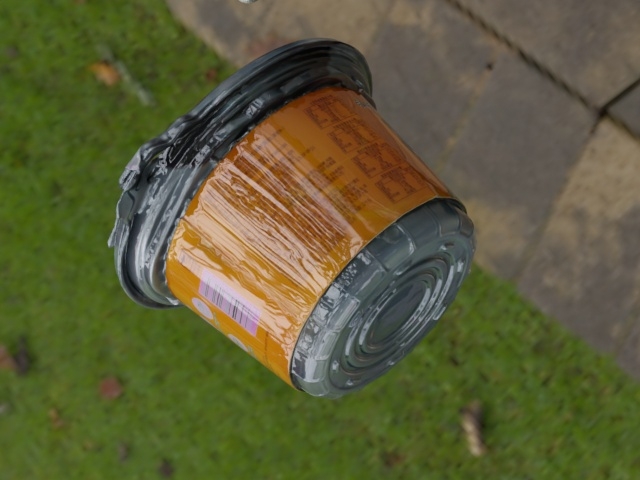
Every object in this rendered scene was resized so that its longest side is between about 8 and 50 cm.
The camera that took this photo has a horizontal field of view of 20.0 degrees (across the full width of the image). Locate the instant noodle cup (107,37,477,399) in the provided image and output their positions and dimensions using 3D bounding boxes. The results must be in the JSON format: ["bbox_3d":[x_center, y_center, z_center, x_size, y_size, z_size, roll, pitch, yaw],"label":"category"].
[{"bbox_3d":[0.000,0.000,0.946,0.125,0.208,0.177,41,124,24],"label":"instant noodle cup"}]

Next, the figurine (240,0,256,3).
[{"bbox_3d":[-0.004,-0.253,0.935,0.121,0.164,0.262,11,117,15],"label":"figurine"}]
